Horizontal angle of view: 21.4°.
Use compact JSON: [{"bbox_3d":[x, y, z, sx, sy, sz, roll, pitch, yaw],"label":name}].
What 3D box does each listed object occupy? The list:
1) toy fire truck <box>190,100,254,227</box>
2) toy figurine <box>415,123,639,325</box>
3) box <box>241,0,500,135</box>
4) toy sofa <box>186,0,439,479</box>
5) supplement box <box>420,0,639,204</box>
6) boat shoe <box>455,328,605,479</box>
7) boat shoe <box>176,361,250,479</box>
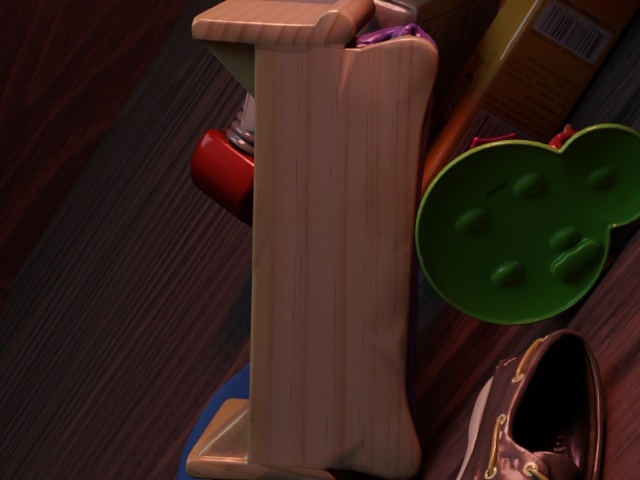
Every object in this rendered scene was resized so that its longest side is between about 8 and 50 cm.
[{"bbox_3d":[-0.046,-0.113,1.723,0.217,0.158,0.246,-57,-22,13],"label":"toy fire truck"},{"bbox_3d":[0.151,-0.040,1.186,0.173,0.130,0.159,-34,13,15],"label":"toy figurine"},{"bbox_3d":[0.049,-0.161,1.429,0.232,0.127,0.149,-32,-40,-61],"label":"box"},{"bbox_3d":[0.000,0.000,1.269,0.150,0.177,0.363,-59,-29,-75],"label":"toy sofa"},{"bbox_3d":[0.153,-0.117,1.340,0.233,0.080,0.078,-56,15,14],"label":"supplement box"},{"bbox_3d":[0.121,0.141,0.976,0.069,0.081,0.228,-55,14,38],"label":"boat shoe"},{"bbox_3d":[-0.026,0.150,1.442,0.258,0.089,0.109,-46,34,30],"label":"boat shoe"}]
